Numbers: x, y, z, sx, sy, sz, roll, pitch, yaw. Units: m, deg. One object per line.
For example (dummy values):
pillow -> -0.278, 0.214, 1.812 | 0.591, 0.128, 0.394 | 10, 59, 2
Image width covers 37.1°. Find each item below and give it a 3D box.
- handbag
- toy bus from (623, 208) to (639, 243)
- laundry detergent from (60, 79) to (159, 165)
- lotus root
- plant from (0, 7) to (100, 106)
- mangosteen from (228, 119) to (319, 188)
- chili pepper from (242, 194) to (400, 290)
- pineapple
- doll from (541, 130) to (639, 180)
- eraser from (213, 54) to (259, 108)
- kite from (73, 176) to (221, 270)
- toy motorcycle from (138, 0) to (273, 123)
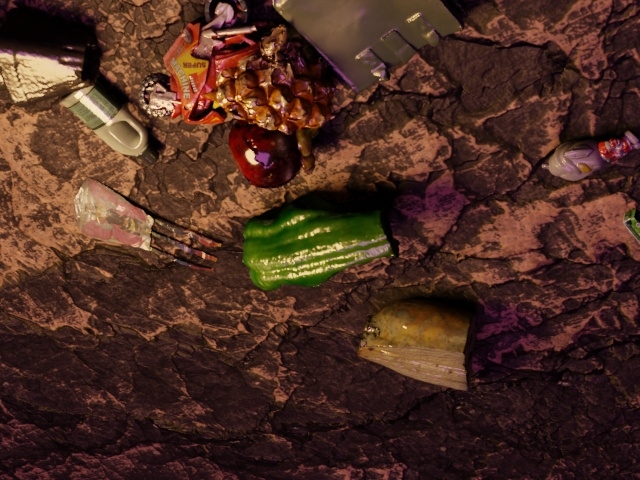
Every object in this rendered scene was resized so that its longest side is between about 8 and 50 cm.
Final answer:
handbag -> 0.084, -0.397, 1.608 | 0.247, 0.079, 0.260 | -25, 124, 38
toy bus -> 0.622, -0.025, 1.854 | 0.037, 0.031, 0.083 | -18, 128, 45
laundry detergent -> -0.420, -0.237, 1.954 | 0.099, 0.070, 0.226 | -27, 121, 33
lotus root -> 0.218, 0.224, 2.177 | 0.260, 0.149, 0.267 | 9, 156, 15
plant -> -0.558, -0.351, 1.834 | 0.256, 0.142, 0.164 | 1, 137, 1
mangosteen -> -0.085, -0.184, 1.843 | 0.180, 0.166, 0.166 | -18, 132, 2
chili pepper -> -0.002, -0.011, 1.959 | 0.385, 0.213, 0.167 | -9, 119, 35
pineapple -> -0.047, -0.278, 1.667 | 0.250, 0.140, 0.164 | -2, 135, -39
doll -> 0.490, -0.155, 1.734 | 0.180, 0.079, 0.094 | -17, 160, 26
eraser -> -0.159, -0.301, 1.817 | 0.122, 0.045, 0.097 | -6, 131, 24
kite -> -0.407, -0.024, 2.216 | 0.360, 0.022, 0.204 | 20, 139, -1
toy motorcycle -> -0.202, -0.317, 1.733 | 0.171, 0.089, 0.298 | 45, 113, 2
